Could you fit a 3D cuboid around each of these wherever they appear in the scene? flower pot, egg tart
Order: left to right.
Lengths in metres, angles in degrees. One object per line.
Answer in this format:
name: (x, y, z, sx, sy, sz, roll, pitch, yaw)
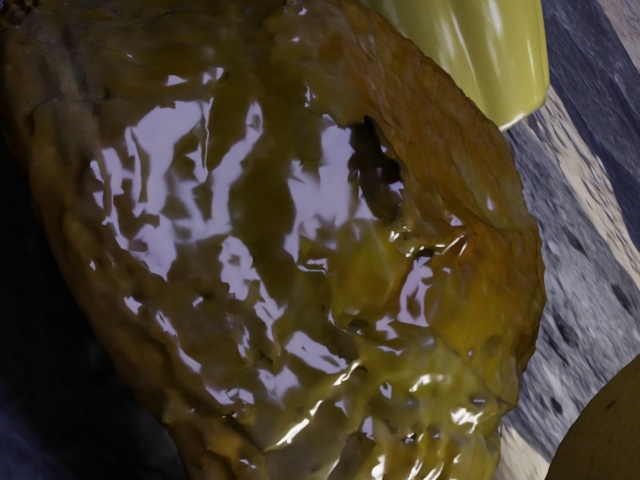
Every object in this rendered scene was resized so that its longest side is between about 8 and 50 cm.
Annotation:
egg tart: (0.000, 0.000, 0.825, 0.351, 0.153, 0.339, 41, 22, -36)
flower pot: (0.054, -0.148, 1.158, 0.179, 0.195, 0.195, 66, 19, -14)

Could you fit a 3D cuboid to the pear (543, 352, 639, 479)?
pear: (0.265, 0.180, 1.006, 0.314, 0.314, 0.314, 46, 24, -28)
